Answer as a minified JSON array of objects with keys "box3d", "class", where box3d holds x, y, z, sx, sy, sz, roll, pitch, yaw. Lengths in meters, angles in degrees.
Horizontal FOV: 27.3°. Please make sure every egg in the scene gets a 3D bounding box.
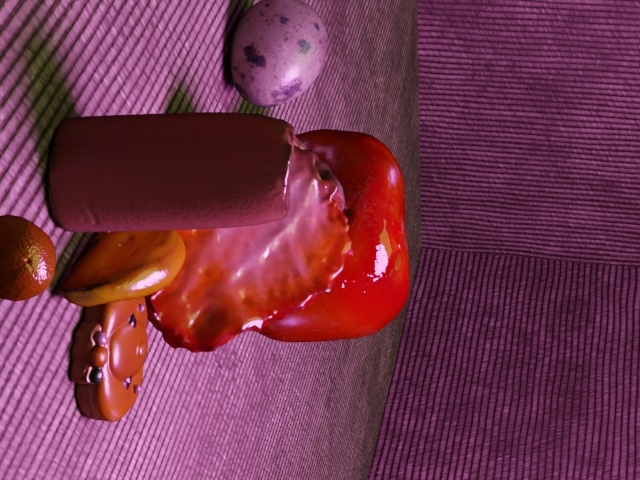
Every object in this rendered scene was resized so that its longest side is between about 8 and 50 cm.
[{"box3d":[-0.065,-0.275,1.939,0.141,0.141,0.181,76,31,-58],"class":"egg"}]

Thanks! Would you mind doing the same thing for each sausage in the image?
[{"box3d":[-0.142,-0.070,1.353,0.123,0.253,0.123,0,90,-79],"class":"sausage"}]

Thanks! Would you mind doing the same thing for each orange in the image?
[{"box3d":[-0.275,0.015,1.179,0.085,0.085,0.085,5,90,-79],"class":"orange"}]

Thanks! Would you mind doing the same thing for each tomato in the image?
[{"box3d":[0.000,0.000,2.001,0.290,0.293,0.325,56,22,-54],"class":"tomato"}]

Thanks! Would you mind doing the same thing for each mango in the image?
[{"box3d":[-0.211,0.030,1.432,0.187,0.101,0.066,-38,132,-56],"class":"mango"}]

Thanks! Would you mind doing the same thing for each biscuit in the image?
[{"box3d":[-0.231,0.124,1.499,0.170,0.050,0.170,4,90,-79],"class":"biscuit"}]

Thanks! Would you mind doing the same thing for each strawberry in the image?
[{"box3d":[-0.118,0.001,1.700,0.336,0.265,0.149,-53,-166,-27],"class":"strawberry"}]
